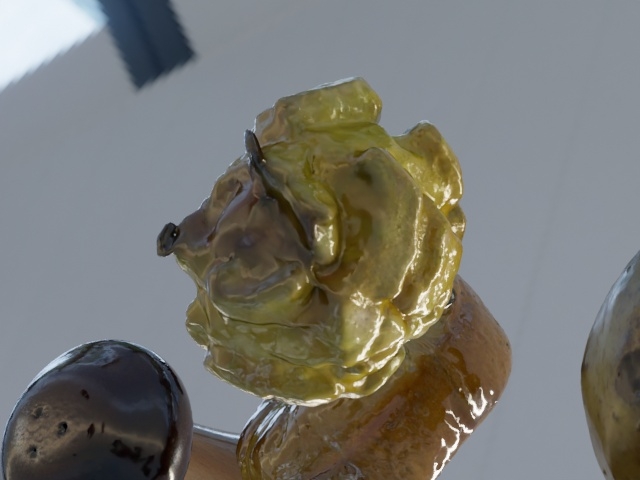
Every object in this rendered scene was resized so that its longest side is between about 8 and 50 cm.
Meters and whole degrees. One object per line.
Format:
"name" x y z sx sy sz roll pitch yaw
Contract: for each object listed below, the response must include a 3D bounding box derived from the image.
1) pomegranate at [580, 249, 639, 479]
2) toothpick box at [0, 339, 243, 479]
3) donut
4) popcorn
"pomegranate" 0.292 0.083 1.149 0.281 0.281 0.281 -36 -150 25
"toothpick box" -0.140 0.209 1.644 0.192 0.294 0.192 -19 -124 29
"donut" 0.037 0.116 1.414 0.226 0.114 0.226 -45 -168 13
"popcorn" 0.000 0.000 0.953 0.148 0.152 0.167 6 -104 52
